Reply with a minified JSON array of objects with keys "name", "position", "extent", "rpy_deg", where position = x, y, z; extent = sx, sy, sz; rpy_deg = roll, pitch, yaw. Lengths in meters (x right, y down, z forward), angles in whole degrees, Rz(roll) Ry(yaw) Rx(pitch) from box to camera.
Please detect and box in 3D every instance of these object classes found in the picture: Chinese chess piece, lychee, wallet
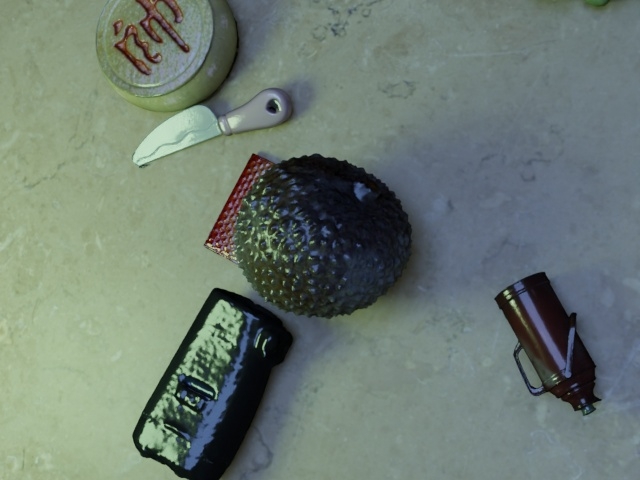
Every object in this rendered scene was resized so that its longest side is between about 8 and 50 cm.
[{"name":"Chinese chess piece","position":[-0.287,-0.373,2.064],"extent":[0.270,0.112,0.270],"rpy_deg":[-3,81,19]},{"name":"lychee","position":[0.004,0.002,1.824],"extent":[0.300,0.300,0.300],"rpy_deg":[-3,81,18]},{"name":"wallet","position":[-0.126,-0.054,2.009],"extent":[0.103,0.020,0.196],"rpy_deg":[28,91,20]}]

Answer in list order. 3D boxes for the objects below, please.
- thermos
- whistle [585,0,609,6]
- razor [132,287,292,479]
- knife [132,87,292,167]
[{"name":"thermos","position":[0.370,0.175,1.769],"extent":[0.124,0.099,0.232],"rpy_deg":[-28,74,8]},{"name":"whistle","position":[0.457,-0.467,1.843],"extent":[0.294,0.141,0.141],"rpy_deg":[8,84,-1]},{"name":"razor","position":[-0.189,0.256,1.936],"extent":[0.189,0.107,0.327],"rpy_deg":[28,90,20]},{"name":"knife","position":[-0.212,-0.213,2.042],"extent":[0.336,0.043,0.081],"rpy_deg":[-15,100,16]}]
